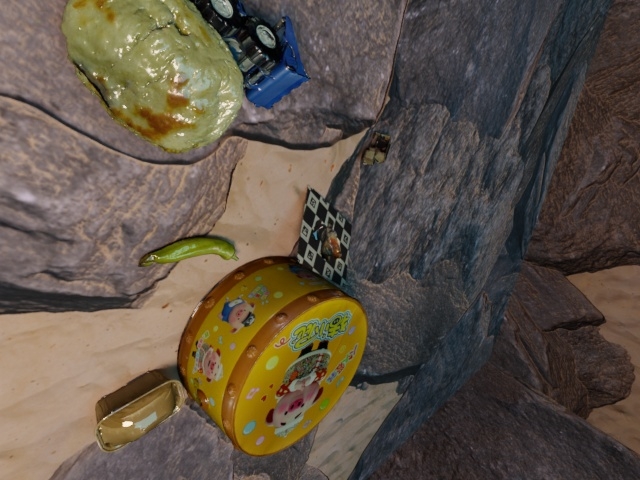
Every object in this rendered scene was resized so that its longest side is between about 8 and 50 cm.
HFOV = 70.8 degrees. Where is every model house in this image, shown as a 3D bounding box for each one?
[{"bbox_3d":[0.142,-0.222,1.132,0.058,0.057,0.083,77,30,-74],"label":"model house"}]

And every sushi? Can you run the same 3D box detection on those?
[{"bbox_3d":[0.000,0.000,1.087,0.210,0.040,0.193,36,55,-48],"label":"sushi"}]

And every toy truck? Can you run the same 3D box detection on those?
[{"bbox_3d":[-0.123,-0.309,0.706,0.208,0.113,0.126,28,54,-40],"label":"toy truck"}]

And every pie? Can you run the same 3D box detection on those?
[{"bbox_3d":[-0.228,-0.228,0.609,0.201,0.090,0.248,-35,116,16],"label":"pie"}]

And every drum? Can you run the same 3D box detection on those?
[{"bbox_3d":[-0.096,0.261,1.056,0.431,0.214,0.432,-27,132,-35],"label":"drum"}]

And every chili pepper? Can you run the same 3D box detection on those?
[{"bbox_3d":[-0.245,0.018,0.867,0.208,0.043,0.049,-1,140,-43],"label":"chili pepper"}]

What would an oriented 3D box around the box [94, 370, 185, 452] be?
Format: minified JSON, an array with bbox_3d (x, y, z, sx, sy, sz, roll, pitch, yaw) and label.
[{"bbox_3d":[-0.361,0.338,0.898,0.177,0.111,0.111,-28,133,-34],"label":"box"}]
